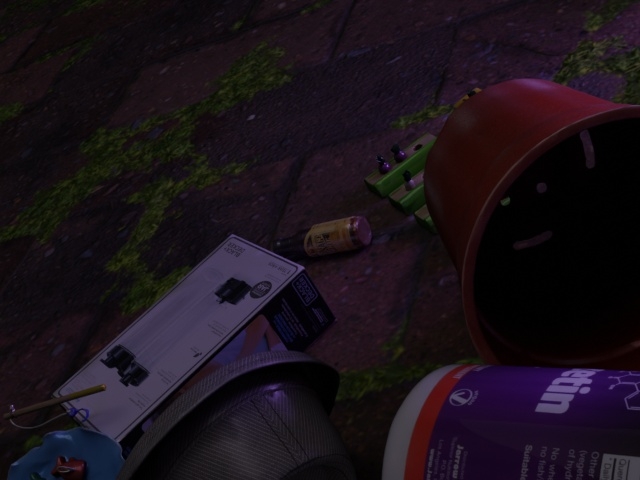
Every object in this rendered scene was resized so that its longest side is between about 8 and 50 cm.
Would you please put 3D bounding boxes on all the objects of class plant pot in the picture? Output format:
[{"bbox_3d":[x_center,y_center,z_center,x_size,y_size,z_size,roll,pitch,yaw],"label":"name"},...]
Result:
[{"bbox_3d":[0.224,-0.023,0.996,0.272,0.272,0.265,-30,23,2],"label":"plant pot"}]

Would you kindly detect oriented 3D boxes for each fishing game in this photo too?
[{"bbox_3d":[-0.263,0.276,1.078,0.189,0.041,0.264,-14,63,25],"label":"fishing game"}]

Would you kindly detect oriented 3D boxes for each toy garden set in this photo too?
[{"bbox_3d":[0.181,-0.102,1.322,0.203,0.049,0.244,-37,32,-9],"label":"toy garden set"}]

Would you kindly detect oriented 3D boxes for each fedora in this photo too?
[{"bbox_3d":[-0.057,0.224,0.931,0.243,0.275,0.124,-14,49,-39],"label":"fedora"}]

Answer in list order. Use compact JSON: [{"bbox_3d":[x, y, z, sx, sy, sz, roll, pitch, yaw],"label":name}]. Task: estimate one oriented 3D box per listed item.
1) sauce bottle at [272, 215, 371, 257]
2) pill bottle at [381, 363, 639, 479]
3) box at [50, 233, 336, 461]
[{"bbox_3d":[0.000,0.000,1.344,0.128,0.042,0.042,-14,35,31],"label":"sauce bottle"},{"bbox_3d":[0.215,0.182,0.765,0.323,0.181,0.181,-3,41,38],"label":"pill bottle"},{"bbox_3d":[-0.144,0.133,1.234,0.290,0.087,0.169,-43,34,-19],"label":"box"}]
